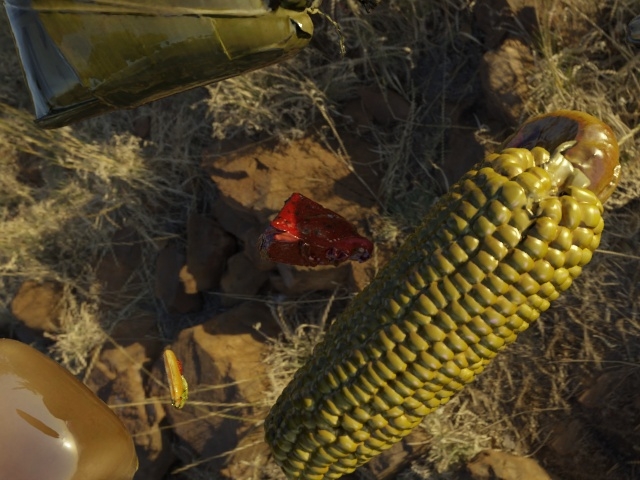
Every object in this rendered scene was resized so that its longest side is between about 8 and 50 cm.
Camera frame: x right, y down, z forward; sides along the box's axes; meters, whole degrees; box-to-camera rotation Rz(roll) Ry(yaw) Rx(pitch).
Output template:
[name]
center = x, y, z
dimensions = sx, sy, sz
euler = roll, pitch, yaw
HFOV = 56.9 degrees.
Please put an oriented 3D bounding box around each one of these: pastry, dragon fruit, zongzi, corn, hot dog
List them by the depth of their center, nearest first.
[corn]
center = 0.070, 0.057, 0.403
dimensions = 0.310, 0.101, 0.101
euler = -50, 58, 16
[zongzi]
center = -0.160, -0.342, 0.645
dimensions = 0.448, 0.418, 0.181
euler = -14, 35, 1
[hot dog]
center = -0.168, 0.161, 0.688
dimensions = 0.083, 0.021, 0.037
euler = -121, 22, -48
[dragon fruit]
center = 0.000, -0.001, 0.696
dimensions = 0.131, 0.063, 0.097
euler = 28, 74, -4
[pastry]
center = 0.506, -0.142, 1.353
dimensions = 0.356, 0.164, 0.356
euler = -43, 23, 24

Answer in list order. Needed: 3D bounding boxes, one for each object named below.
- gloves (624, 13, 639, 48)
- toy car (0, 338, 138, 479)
[gloves]
center = 0.486, -0.252, 0.622
dimensions = 0.301, 0.152, 0.197
euler = -7, 108, 20
[toy car]
center = -0.251, 0.187, 0.399
dimensions = 0.271, 0.240, 0.340
euler = 39, 152, -1
